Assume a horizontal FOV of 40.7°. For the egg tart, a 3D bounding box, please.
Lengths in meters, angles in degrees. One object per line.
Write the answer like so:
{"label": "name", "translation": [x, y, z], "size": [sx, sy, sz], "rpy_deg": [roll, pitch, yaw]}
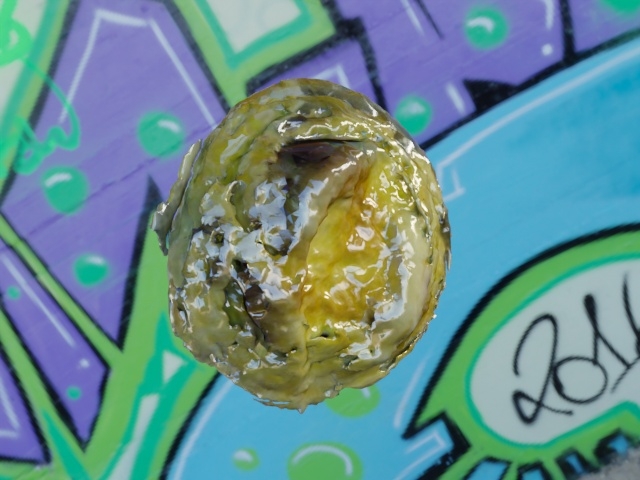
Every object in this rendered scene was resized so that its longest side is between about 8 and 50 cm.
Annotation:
{"label": "egg tart", "translation": [0.000, 0.000, 0.737], "size": [0.297, 0.297, 0.132], "rpy_deg": [-39, 9, -21]}
